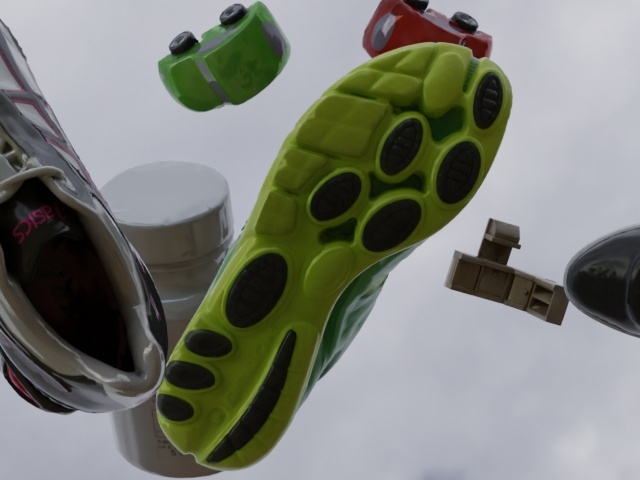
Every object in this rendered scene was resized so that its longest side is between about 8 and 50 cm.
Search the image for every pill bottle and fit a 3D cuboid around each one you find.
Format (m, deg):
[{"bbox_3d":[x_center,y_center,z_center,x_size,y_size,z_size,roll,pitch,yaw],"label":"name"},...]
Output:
[{"bbox_3d":[-0.111,0.060,1.496,0.131,0.131,0.229,-11,-58,-10],"label":"pill bottle"}]

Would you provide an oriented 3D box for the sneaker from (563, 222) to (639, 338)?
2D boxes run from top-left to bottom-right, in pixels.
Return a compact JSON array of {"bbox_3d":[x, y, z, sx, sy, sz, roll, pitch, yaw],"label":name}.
[{"bbox_3d":[0.306,0.041,1.440,0.147,0.296,0.104,-6,-78,-61],"label":"sneaker"}]

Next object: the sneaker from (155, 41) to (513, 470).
[{"bbox_3d":[0.000,0.000,1.144,0.109,0.123,0.295,37,-80,-3],"label":"sneaker"}]

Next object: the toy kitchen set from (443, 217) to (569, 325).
[{"bbox_3d":[0.163,0.023,1.616,0.083,0.075,0.068,16,-86,-20],"label":"toy kitchen set"}]

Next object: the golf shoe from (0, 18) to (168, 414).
[{"bbox_3d":[-0.153,-0.038,0.875,0.105,0.120,0.273,-40,-75,-15],"label":"golf shoe"}]

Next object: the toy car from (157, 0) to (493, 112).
[{"bbox_3d":[-0.013,-0.155,1.375,0.225,0.053,0.239,-30,-61,9],"label":"toy car"}]
